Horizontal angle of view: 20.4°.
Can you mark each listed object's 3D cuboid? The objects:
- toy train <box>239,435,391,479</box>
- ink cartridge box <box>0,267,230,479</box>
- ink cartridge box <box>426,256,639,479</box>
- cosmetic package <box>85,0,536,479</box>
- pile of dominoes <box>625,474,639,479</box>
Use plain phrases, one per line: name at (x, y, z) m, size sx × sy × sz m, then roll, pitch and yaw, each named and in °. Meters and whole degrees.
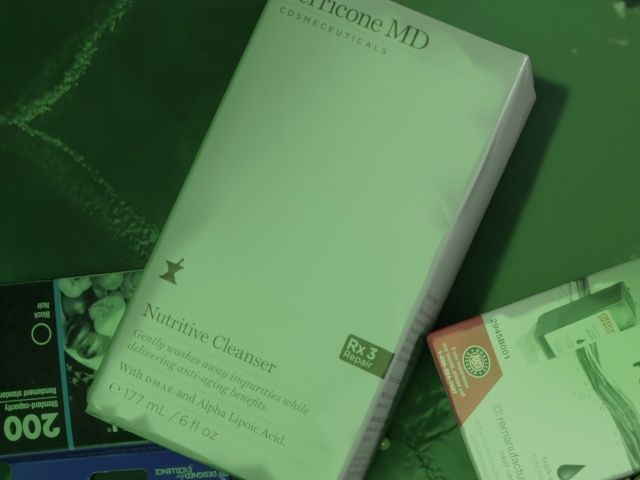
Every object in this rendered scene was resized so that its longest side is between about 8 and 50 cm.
toy train at (-0.013, 0.215, 1.491) m, size 0.125 × 0.046 × 0.166 m, roll 8°, pitch 92°, yaw 15°
ink cartridge box at (-0.186, 0.131, 1.537) m, size 0.206 × 0.045 × 0.208 m, roll -7°, pitch 89°, yaw 13°
ink cartridge box at (0.210, 0.111, 1.392) m, size 0.218 × 0.092 × 0.158 m, roll -20°, pitch 82°, yaw 3°
cosmetic package at (0.000, 0.000, 1.409) m, size 0.217 × 0.156 × 0.385 m, roll 22°, pitch 89°, yaw 11°
pile of dominoes at (0.284, 0.277, 1.429) m, size 0.251 × 0.040 × 0.196 m, roll -5°, pitch 84°, yaw 7°
